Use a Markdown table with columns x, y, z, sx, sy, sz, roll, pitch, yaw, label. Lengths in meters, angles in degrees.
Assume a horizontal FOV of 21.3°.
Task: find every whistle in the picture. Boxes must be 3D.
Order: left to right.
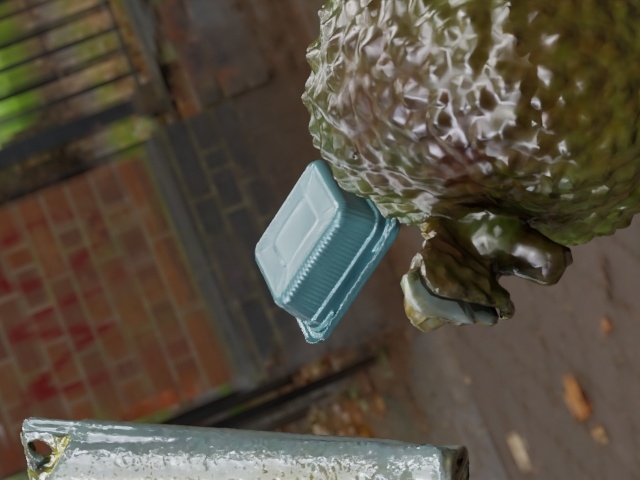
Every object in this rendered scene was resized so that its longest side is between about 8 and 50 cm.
| x | y | z | sx | sy | sz | roll | pitch | yaw | label |
| --- | --- | --- | --- | --- | --- | --- | --- | --- | --- |
| -0.059 | 0.159 | 1.191 | 0.057 | 0.326 | 0.068 | -52 | -40 | -64 | whistle |

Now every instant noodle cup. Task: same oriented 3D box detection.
| x | y | z | sx | sy | sz | roll | pitch | yaw | label |
| --- | --- | --- | --- | --- | --- | --- | --- | --- | --- |
| 0.000 | 0.000 | 1.787 | 0.070 | 0.179 | 0.157 | 23 | -158 | -29 | instant noodle cup |

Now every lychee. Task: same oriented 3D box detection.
| x | y | z | sx | sy | sz | roll | pitch | yaw | label |
| --- | --- | --- | --- | --- | --- | --- | --- | --- | --- |
| 0.122 | -0.105 | 1.146 | 0.270 | 0.269 | 0.320 | 123 | 133 | -78 | lychee |
